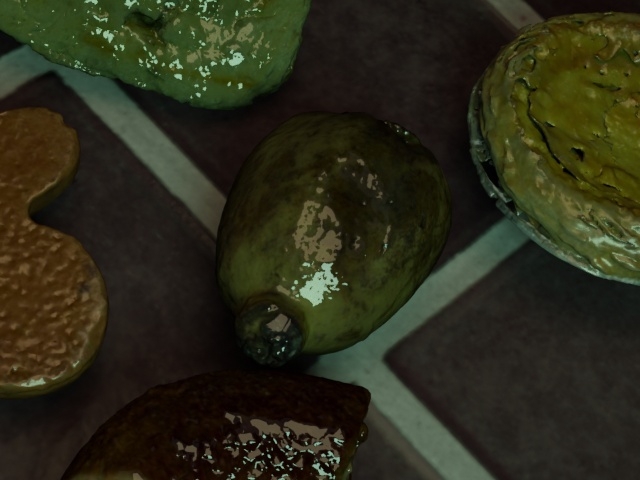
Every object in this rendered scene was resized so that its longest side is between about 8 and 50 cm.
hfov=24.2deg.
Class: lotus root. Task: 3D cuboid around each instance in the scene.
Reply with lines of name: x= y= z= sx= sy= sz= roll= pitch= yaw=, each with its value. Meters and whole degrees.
lotus root: x=0.000 y=0.000 z=0.935 sx=0.138 sy=0.138 sz=0.214 roll=31 pitch=49 yaw=7

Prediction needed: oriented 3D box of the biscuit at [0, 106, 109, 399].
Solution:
biscuit: x=-0.253 y=-0.025 z=0.940 sx=0.205 sy=0.049 sz=0.324 roll=-39 pitch=71 yaw=-25

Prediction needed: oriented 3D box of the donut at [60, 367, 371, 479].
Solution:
donut: x=-0.069 y=0.135 z=0.850 sx=0.186 sy=0.126 sz=0.144 roll=11 pitch=51 yaw=-6

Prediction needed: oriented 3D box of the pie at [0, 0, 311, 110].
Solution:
pie: x=-0.123 y=-0.201 z=1.054 sx=0.247 sy=0.090 sz=0.201 roll=17 pitch=54 yaw=-7

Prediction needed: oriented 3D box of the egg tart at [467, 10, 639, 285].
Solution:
egg tart: x=0.213 y=-0.058 z=1.043 sx=0.234 sy=0.094 sz=0.234 roll=6 pitch=56 yaw=-8
